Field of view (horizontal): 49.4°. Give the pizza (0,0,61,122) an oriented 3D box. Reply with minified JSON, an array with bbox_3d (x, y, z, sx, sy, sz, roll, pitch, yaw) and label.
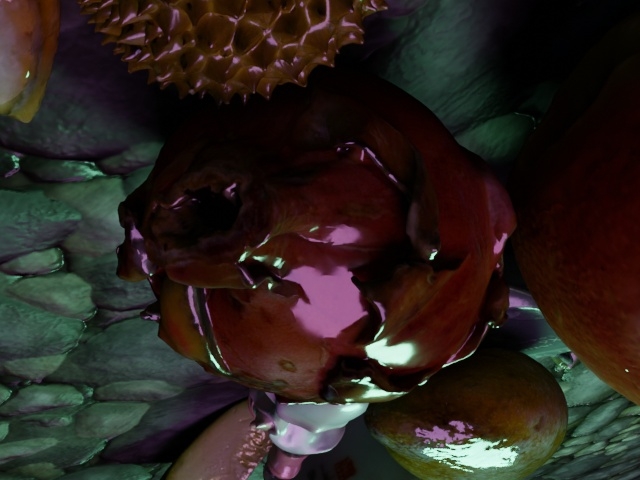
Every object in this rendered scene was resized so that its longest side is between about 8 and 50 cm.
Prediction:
[{"bbox_3d":[-0.260,-0.128,0.291,0.296,0.071,0.189,5,140,-31],"label":"pizza"}]

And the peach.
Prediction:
[{"bbox_3d":[0.316,0.000,0.487,0.372,0.290,0.373,17,136,17],"label":"peach"}]

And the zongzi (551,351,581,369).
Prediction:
[{"bbox_3d":[0.385,0.104,0.975,0.130,0.062,0.154,-6,133,-57],"label":"zongzi"}]

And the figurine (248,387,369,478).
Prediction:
[{"bbox_3d":[-0.010,0.154,0.753,0.200,0.133,0.276,14,135,-16],"label":"figurine"}]

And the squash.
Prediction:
[{"bbox_3d":[-0.131,0.289,0.903,0.252,0.093,0.169,-49,-179,37],"label":"squash"}]

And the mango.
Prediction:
[{"bbox_3d":[0.149,0.179,0.720,0.192,0.146,0.316,-21,153,23],"label":"mango"}]

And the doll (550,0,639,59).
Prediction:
[{"bbox_3d":[0.220,-0.177,0.503,0.125,0.027,0.037,-39,142,21],"label":"doll"}]

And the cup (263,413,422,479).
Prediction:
[{"bbox_3d":[0.061,0.315,0.968,0.347,0.163,0.347,-19,152,-10],"label":"cup"}]

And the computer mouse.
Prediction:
[{"bbox_3d":[0.221,0.084,0.801,0.167,0.090,0.379,-16,152,32],"label":"computer mouse"}]

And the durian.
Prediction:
[{"bbox_3d":[-0.026,-0.150,0.315,0.208,0.146,0.102,-38,-176,12],"label":"durian"}]

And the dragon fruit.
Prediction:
[{"bbox_3d":[-0.002,-0.001,0.464,0.315,0.250,0.250,10,136,-46],"label":"dragon fruit"}]
